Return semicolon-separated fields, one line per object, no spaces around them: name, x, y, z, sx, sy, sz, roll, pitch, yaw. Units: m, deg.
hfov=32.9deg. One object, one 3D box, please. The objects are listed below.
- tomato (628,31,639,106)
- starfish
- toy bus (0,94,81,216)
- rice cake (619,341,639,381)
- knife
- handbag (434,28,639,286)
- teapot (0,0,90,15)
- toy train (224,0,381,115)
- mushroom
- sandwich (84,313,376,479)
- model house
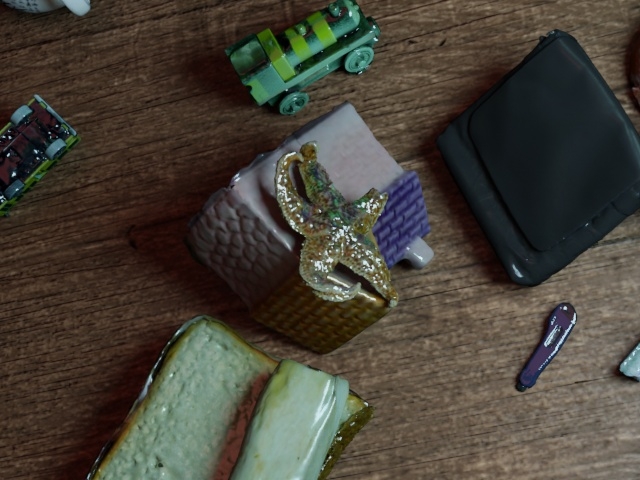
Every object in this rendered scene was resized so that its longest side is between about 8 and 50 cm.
tomato;0.484;-0.244;1.321;0.199;0.112;0.228;39;82;26
starfish;0.019;-0.009;1.210;0.150;0.053;0.210;-42;93;-23
toy bus;-0.430;-0.115;1.540;0.088;0.101;0.175;45;87;-5
rice cake;0.423;0.082;1.258;0.033;0.033;0.208;41;86;23
knife;0.269;0.128;1.294;0.031;0.018;0.121;33;83;17
handbag;0.275;-0.096;1.304;0.223;0.080;0.247;-41;61;29
teapot;-0.419;-0.440;1.634;0.208;0.166;0.300;-32;54;-10
toy train;-0.017;-0.253;1.455;0.200;0.132;0.083;-33;66;5
mushroom;-0.063;0.284;1.199;0.100;0.081;0.312;21;76;8
sandwich;-0.121;0.266;1.311;0.271;0.099;0.301;27;81;22
model house;0.000;0.000;1.341;0.237;0.202;0.237;49;51;3
